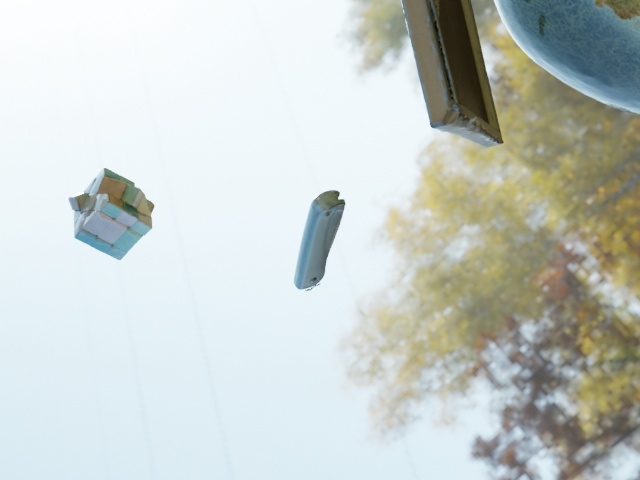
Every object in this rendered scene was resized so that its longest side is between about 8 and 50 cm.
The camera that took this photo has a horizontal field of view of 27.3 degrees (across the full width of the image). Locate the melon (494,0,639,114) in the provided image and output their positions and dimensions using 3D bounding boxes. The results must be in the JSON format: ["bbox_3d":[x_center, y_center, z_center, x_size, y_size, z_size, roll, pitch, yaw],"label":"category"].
[{"bbox_3d":[0.320,-0.258,1.340,0.329,0.248,0.248,36,-152,-18],"label":"melon"}]

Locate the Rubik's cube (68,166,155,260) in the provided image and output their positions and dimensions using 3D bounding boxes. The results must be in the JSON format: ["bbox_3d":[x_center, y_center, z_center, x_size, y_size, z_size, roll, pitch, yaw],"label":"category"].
[{"bbox_3d":[-0.215,-0.034,1.384,0.075,0.084,0.073,48,-163,-37],"label":"Rubik's cube"}]

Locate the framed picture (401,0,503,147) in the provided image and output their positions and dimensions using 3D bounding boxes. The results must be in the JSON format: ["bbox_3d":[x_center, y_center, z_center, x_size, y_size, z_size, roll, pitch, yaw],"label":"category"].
[{"bbox_3d":[0.082,-0.182,0.922,0.315,0.024,0.232,-3,-100,-78],"label":"framed picture"}]

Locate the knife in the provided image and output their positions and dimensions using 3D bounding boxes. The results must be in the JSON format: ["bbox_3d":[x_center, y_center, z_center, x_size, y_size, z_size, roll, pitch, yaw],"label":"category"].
[{"bbox_3d":[0.000,0.000,1.396,0.044,0.162,0.023,-24,-117,-23],"label":"knife"}]
